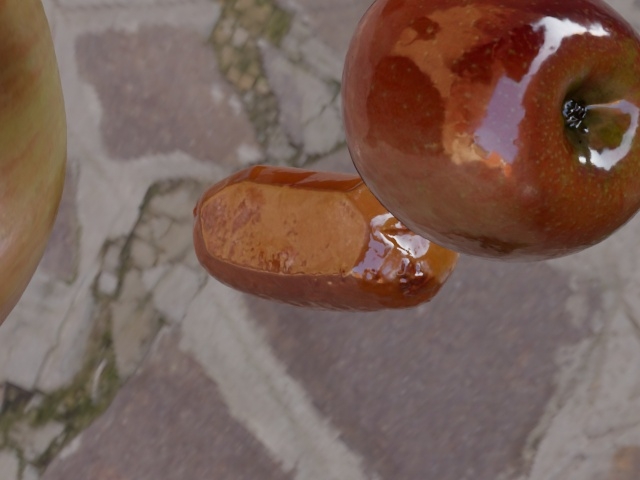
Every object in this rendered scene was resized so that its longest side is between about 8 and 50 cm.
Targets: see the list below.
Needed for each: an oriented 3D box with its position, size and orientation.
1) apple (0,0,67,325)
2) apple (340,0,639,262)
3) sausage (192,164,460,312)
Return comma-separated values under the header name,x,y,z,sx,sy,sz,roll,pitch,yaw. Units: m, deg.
name,x,y,z,sx,sy,sz,roll,pitch,yaw
apple,-0.332,-0.063,0.944,0.346,0.391,0.391,-33,80,-38
apple,0.105,-0.077,1.027,0.181,0.168,0.181,-2,95,-29
sausage,0.002,0.000,1.532,0.133,0.258,0.133,-12,104,-54
